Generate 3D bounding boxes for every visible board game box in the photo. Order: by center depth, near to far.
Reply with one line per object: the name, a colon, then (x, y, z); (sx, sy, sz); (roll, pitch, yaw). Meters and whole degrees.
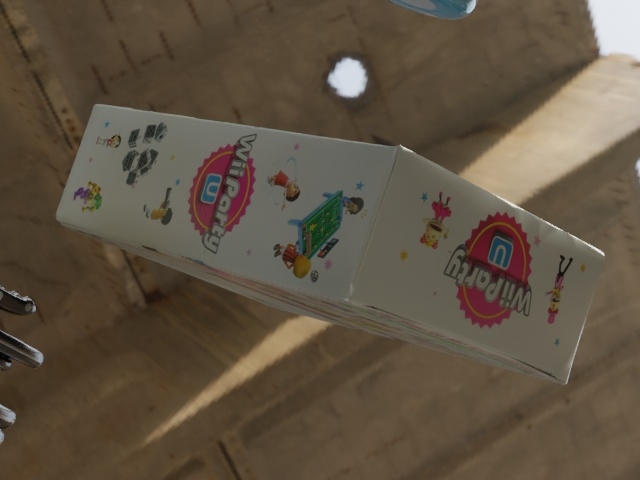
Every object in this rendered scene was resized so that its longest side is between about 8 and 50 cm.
board game box: (0.000, 0.000, 0.866); (0.224, 0.303, 0.097); (23, -97, -44)

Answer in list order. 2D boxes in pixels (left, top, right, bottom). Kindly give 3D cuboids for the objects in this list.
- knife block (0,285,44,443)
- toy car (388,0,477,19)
knife block: (-0.295, 0.073, 0.775); (0.275, 0.088, 0.242); (-31, -51, -49)
toy car: (-0.005, -0.267, 0.665); (0.210, 0.238, 0.219); (25, -94, -66)
